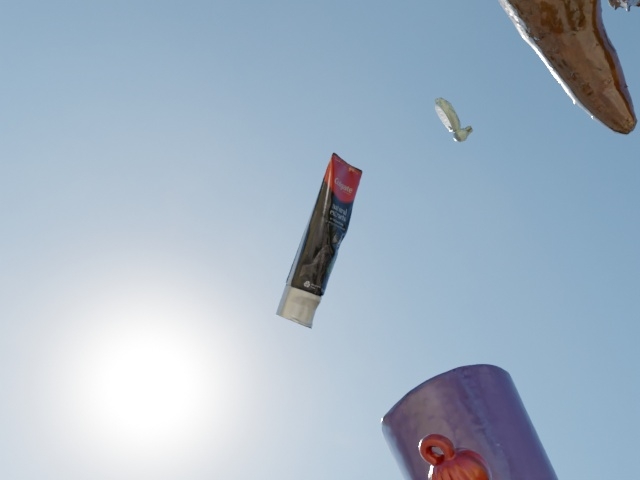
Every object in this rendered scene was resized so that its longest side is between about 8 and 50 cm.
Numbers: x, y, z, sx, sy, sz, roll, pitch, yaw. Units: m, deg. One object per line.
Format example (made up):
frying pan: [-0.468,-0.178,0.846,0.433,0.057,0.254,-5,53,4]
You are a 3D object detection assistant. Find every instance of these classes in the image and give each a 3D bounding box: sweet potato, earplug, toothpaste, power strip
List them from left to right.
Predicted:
toothpaste: [0.000,0.000,1.065,0.045,0.194,0.071,16,-7,34]
power strip: [0.218,-0.201,1.547,0.035,0.055,0.083,-34,-82,-6]
earplug: [0.258,0.406,1.284,0.215,0.456,0.215,-14,-40,-12]
sweet potato: [0.249,-0.278,1.040,0.112,0.112,0.359,-32,-75,30]

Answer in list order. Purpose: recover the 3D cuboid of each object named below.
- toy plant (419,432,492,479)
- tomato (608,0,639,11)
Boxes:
toy plant: [0.165,0.284,0.847,0.240,0.088,0.155,33,-52,8]
tomato: [0.409,-0.422,1.223,0.155,0.180,0.214,50,-13,20]
